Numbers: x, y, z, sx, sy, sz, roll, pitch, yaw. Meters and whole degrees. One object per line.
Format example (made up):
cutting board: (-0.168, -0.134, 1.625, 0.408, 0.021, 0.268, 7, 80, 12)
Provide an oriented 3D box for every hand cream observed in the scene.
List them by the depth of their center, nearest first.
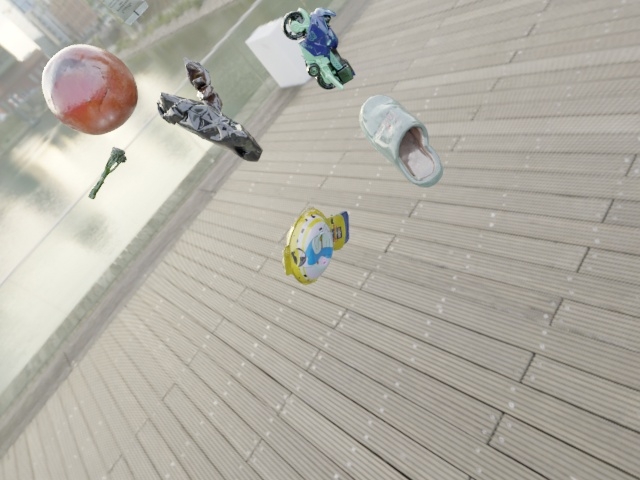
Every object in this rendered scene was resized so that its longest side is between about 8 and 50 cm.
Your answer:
hand cream: (-0.478, -0.547, 0.984, 0.080, 0.234, 0.050, -22, 52, 33)

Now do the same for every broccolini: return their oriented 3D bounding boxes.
broccolini: (-0.794, -0.247, 1.774, 0.216, 0.067, 0.058, -63, -3, -2)

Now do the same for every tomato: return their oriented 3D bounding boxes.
tomato: (-0.548, -0.357, 1.130, 0.208, 0.208, 0.184, -44, 1, 0)

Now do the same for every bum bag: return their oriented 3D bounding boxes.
bum bag: (-0.310, -0.321, 1.313, 0.095, 0.340, 0.144, -61, -7, -14)

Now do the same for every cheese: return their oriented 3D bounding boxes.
cheese: (0.000, 0.000, 0.971, 0.064, 0.157, 0.250, 7, 22, 29)

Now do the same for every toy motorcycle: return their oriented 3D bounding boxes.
toy motorcycle: (0.010, -0.716, 1.755, 0.196, 0.331, 0.125, -31, 33, 15)

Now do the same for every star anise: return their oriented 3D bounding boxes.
star anise: (-0.349, -0.461, 1.451, 0.065, 0.195, 0.183, -28, 71, -1)

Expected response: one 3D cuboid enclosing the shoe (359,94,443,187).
shoe: (0.177, -0.228, 1.040, 0.103, 0.251, 0.100, -37, -11, -3)
